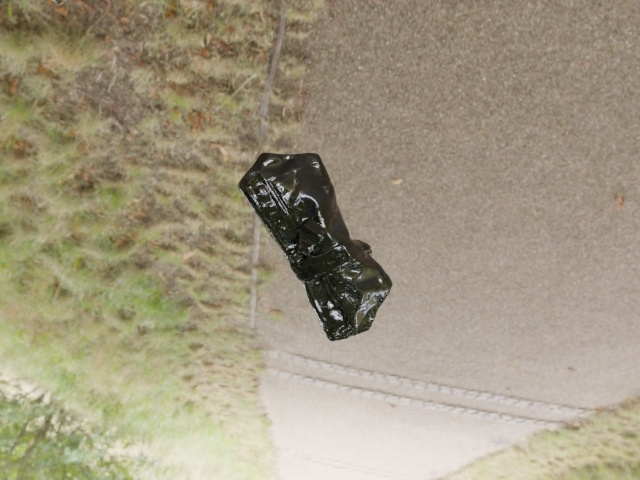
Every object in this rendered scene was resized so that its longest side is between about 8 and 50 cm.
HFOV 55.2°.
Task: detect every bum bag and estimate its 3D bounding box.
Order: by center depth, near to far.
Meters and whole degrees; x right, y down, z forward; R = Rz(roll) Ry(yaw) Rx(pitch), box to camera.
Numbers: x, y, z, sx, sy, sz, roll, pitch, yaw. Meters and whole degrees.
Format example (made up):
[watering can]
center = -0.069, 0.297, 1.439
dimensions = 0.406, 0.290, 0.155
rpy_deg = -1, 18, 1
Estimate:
[bum bag]
center = 0.000, 0.000, 0.915
dimensions = 0.309, 0.137, 0.074
rpy_deg = 60, 159, -10

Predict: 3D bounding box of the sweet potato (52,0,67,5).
[sweet potato]
center = -0.353, -0.469, 0.872
dimensions = 0.076, 0.075, 0.273
rpy_deg = 15, 129, -13
